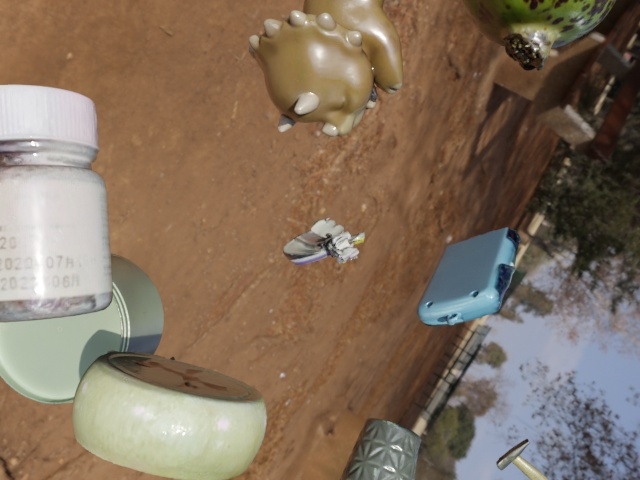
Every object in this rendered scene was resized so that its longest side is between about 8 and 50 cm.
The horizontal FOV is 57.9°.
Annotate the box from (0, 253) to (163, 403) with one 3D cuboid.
[{"bbox_3d":[-0.387,0.133,0.928,0.226,0.226,0.149,-59,174,3],"label":"box"}]

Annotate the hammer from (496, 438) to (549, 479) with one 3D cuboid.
[{"bbox_3d":[0.359,0.378,0.870,0.062,0.199,0.013,-50,-177,13],"label":"hammer"}]

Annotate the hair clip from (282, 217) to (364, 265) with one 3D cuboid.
[{"bbox_3d":[0.000,0.001,0.901,0.116,0.172,0.049,-19,103,-23],"label":"hair clip"}]

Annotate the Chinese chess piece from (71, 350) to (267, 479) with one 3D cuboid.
[{"bbox_3d":[-0.181,0.205,0.703,0.238,0.238,0.092,34,71,-76],"label":"Chinese chess piece"}]

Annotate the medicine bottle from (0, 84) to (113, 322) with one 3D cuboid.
[{"bbox_3d":[-0.354,-0.041,0.727,0.165,0.165,0.273,-2,86,-73],"label":"medicine bottle"}]

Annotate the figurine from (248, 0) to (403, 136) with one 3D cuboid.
[{"bbox_3d":[-0.005,-0.257,0.722,0.173,0.177,0.247,-10,111,-22],"label":"figurine"}]

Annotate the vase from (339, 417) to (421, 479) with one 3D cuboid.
[{"bbox_3d":[0.087,0.457,0.947,0.156,0.251,0.300,-34,-149,60],"label":"vase"}]

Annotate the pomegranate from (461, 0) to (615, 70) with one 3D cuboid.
[{"bbox_3d":[0.326,-0.389,0.859,0.254,0.255,0.270,47,55,-75],"label":"pomegranate"}]

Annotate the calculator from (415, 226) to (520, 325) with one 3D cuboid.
[{"bbox_3d":[0.287,0.065,1.107,0.173,0.051,0.293,-19,-159,37],"label":"calculator"}]
